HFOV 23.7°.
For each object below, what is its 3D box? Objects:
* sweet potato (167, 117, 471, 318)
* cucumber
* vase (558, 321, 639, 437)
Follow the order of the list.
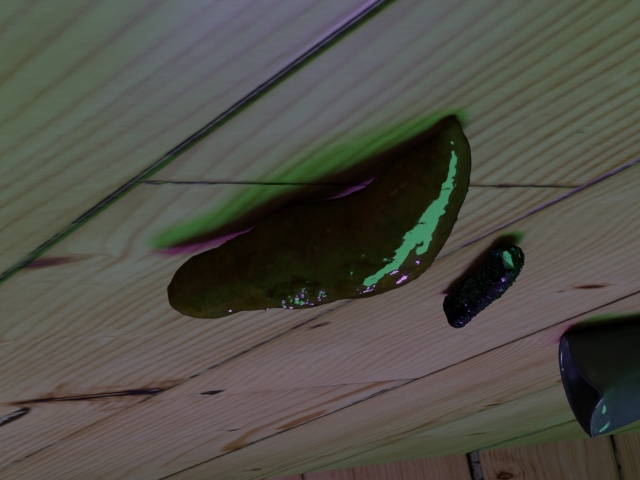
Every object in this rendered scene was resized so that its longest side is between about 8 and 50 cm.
[{"bbox_3d":[0.012,0.008,1.263,0.355,0.095,0.106,-27,118,39],"label":"sweet potato"},{"bbox_3d":[0.181,0.048,1.671,0.044,0.043,0.256,-13,166,-13],"label":"cucumber"},{"bbox_3d":[0.499,0.181,2.270,0.301,0.156,0.251,-15,-178,-11],"label":"vase"}]
